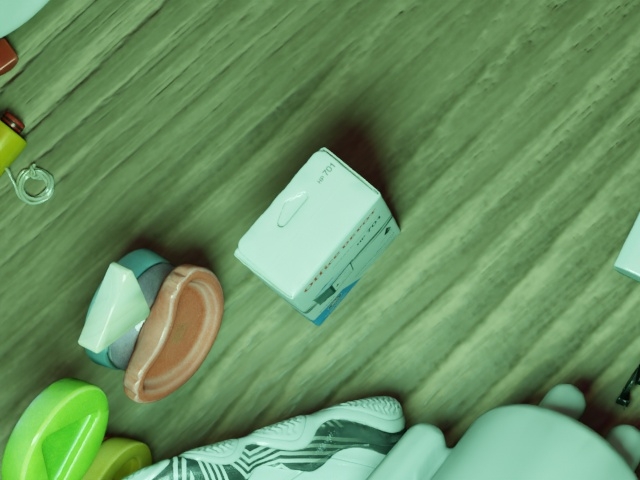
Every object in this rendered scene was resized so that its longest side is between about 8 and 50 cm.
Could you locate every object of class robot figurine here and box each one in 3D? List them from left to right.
[{"bbox_3d":[0.177,0.296,1.628,0.300,0.200,0.353,33,53,14],"label":"robot figurine"}]

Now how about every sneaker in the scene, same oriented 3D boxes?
[{"bbox_3d":[-0.057,0.296,1.690,0.366,0.137,0.210,-16,80,-21],"label":"sneaker"}]

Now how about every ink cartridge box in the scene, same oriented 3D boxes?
[{"bbox_3d":[0.000,0.000,1.746,0.082,0.191,0.139,40,88,12],"label":"ink cartridge box"}]

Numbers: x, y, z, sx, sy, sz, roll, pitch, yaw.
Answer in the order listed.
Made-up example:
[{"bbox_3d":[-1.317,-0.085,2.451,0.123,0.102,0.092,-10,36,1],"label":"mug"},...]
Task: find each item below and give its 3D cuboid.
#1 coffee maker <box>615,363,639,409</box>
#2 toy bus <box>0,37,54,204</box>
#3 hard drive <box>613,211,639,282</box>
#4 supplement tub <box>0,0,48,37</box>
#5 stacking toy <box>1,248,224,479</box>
[{"bbox_3d":[0.415,0.134,1.706,0.178,0.171,0.120,29,63,2],"label":"coffee maker"},{"bbox_3d":[-0.405,-0.130,1.867,0.202,0.104,0.191,-8,80,7],"label":"toy bus"},{"bbox_3d":[0.461,-0.065,1.774,0.203,0.040,0.307,26,85,11],"label":"hard drive"},{"bbox_3d":[-0.432,-0.392,1.847,0.331,0.241,0.241,41,88,12],"label":"supplement tub"},{"bbox_3d":[-0.243,0.135,1.720,0.130,0.279,0.309,25,85,22],"label":"stacking toy"}]
